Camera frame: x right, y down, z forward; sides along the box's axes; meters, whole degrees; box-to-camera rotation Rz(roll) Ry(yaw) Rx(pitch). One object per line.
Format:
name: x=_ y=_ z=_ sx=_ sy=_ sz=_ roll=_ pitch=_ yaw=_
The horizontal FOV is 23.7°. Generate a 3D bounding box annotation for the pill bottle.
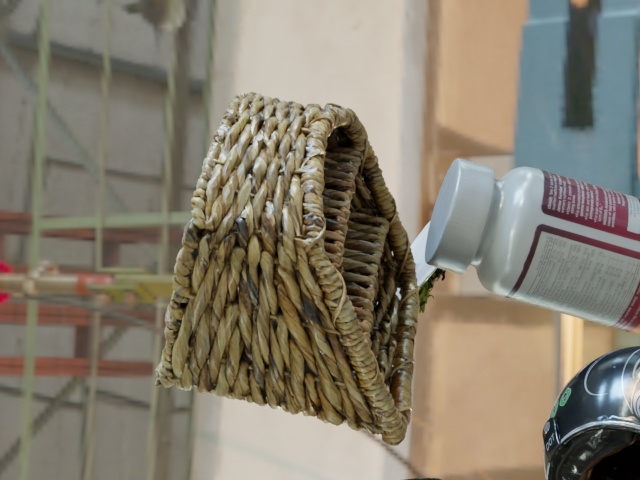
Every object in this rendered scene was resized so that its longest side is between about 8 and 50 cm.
pill bottle: x=0.214 y=0.003 z=1.376 sx=0.121 sy=0.221 sz=0.121 roll=-164 pitch=90 yaw=-86

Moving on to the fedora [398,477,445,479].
fedora: x=0.166 y=0.329 z=1.324 sx=0.334 sy=0.152 sz=0.334 roll=31 pitch=-137 yaw=-34

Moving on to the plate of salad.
plate of salad: x=0.139 y=0.009 z=1.712 sx=0.048 sy=0.200 sz=0.200 roll=38 pitch=-128 yaw=-4

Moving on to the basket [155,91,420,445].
basket: x=0.000 y=0.000 z=1.346 sx=0.299 sy=0.223 sz=0.213 roll=-75 pitch=-2 yaw=-63

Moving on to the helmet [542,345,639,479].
helmet: x=0.258 y=0.160 z=1.165 sx=0.161 sy=0.169 sz=0.169 roll=-38 pitch=-60 yaw=-57
